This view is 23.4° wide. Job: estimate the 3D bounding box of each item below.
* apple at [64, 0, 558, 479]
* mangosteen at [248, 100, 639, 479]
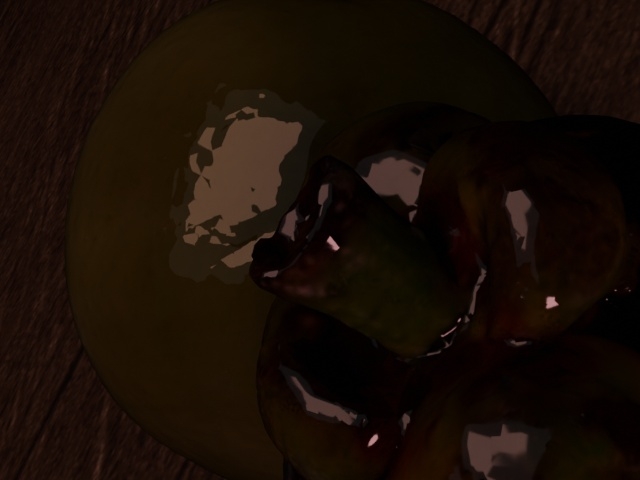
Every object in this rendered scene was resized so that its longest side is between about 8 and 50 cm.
[{"bbox_3d":[-0.012,-0.015,0.865,0.258,0.233,0.295,2,62,57],"label":"apple"},{"bbox_3d":[0.087,0.062,0.612,0.233,0.287,0.288,130,156,-51],"label":"mangosteen"}]
